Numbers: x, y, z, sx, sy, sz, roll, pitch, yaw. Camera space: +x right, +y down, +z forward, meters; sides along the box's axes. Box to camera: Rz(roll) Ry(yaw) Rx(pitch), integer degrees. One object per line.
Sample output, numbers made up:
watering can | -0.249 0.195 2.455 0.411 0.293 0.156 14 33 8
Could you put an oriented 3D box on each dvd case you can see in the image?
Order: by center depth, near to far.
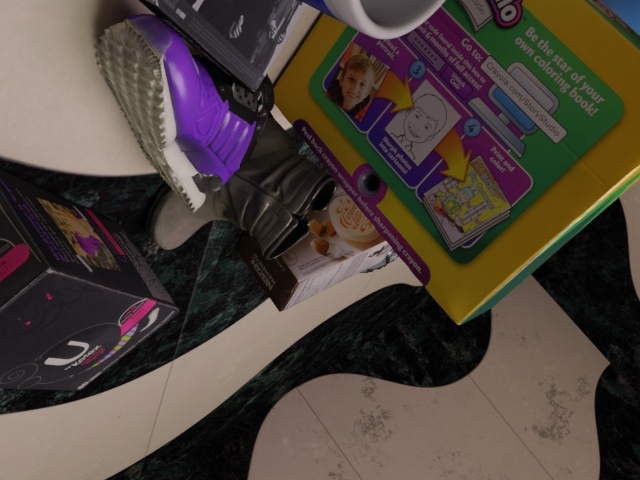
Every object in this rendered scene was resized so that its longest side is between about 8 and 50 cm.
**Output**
dvd case | -0.035 -0.254 0.537 0.238 0.030 0.179 -60 160 1

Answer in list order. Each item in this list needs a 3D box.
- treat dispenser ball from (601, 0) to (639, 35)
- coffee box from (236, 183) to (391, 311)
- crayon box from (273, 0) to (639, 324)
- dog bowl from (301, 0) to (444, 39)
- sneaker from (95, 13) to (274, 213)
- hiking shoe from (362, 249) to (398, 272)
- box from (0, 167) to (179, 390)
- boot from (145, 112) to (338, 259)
treat dispenser ball | 0.347 -0.266 0.935 0.288 0.288 0.288 -34 162 -13
coffee box | 0.000 0.000 1.168 0.246 0.141 0.098 -23 157 -37
crayon box | 0.153 -0.149 0.731 0.106 0.363 0.313 -13 150 -53
dog bowl | 0.055 -0.292 0.495 0.265 0.104 0.265 -47 157 -27
sneaker | -0.116 -0.145 0.679 0.146 0.102 0.293 -38 167 -14
hiking shoe | 0.144 -0.048 1.436 0.304 0.113 0.132 -39 133 24
box | -0.298 0.054 0.722 0.165 0.143 0.270 -39 162 3
boot | -0.104 -0.035 0.846 0.246 0.161 0.083 -45 160 20
